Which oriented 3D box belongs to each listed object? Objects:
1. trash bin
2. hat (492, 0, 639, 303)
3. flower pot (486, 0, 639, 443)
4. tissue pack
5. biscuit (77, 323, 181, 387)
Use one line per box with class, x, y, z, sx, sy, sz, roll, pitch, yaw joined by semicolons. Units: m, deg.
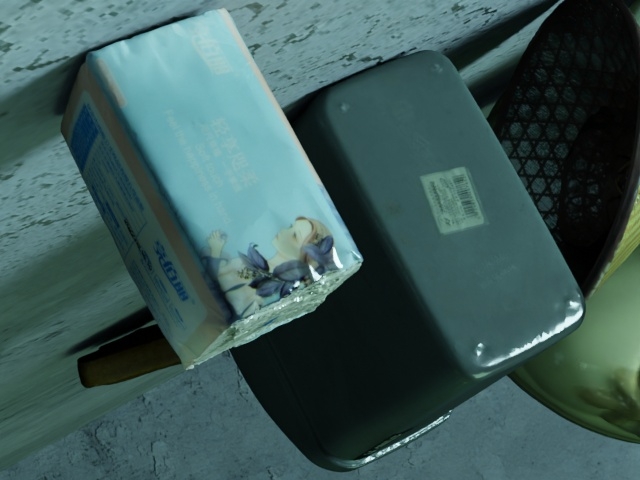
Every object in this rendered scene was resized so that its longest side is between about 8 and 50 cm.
trash bin;0.025;0.021;0.763;0.101;0.177;0.236;-22;171;-26
hat;0.158;-0.033;0.765;0.082;0.193;0.193;12;163;-14
flower pot;0.252;-0.027;0.965;0.307;0.307;0.244;-26;159;-27
tissue pack;-0.037;-0.016;0.445;0.058;0.094;0.074;-25;172;-22
biscuit;-0.130;0.093;1.331;0.182;0.034;0.215;-17;-176;11
